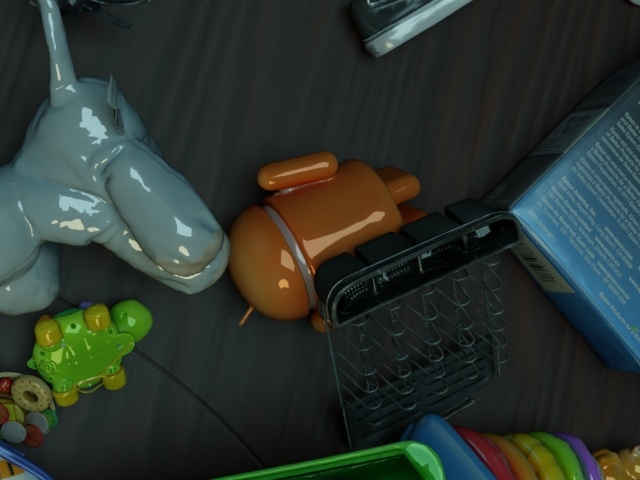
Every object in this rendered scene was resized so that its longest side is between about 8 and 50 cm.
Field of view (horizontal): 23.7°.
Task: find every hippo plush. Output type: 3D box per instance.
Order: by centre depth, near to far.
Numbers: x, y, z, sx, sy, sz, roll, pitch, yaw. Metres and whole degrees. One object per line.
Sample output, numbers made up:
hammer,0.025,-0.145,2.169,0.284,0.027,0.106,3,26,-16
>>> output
hippo plush,-0.237,-0.013,1.385,0.236,0.294,0.234,-36,68,-4

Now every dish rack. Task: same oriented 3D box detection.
dish rack,0.101,0.097,1.513,0.208,0.074,0.271,-23,130,-17

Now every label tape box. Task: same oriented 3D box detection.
label tape box,0.368,-0.056,1.633,0.334,0.106,0.240,-44,101,-12

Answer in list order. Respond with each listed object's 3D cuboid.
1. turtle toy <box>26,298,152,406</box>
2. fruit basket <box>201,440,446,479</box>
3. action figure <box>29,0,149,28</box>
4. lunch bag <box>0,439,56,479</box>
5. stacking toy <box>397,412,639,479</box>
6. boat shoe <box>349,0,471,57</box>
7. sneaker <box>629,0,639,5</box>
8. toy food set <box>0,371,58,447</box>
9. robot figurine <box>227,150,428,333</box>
turtle toy,-0.223,0.097,1.484,0.130,0.066,0.095,-18,120,-16
fruit basket,-0.047,0.346,1.344,0.392,0.392,0.283,-13,93,-16
action figure,-0.295,-0.285,1.426,0.275,0.164,0.141,45,61,-1
lunch bag,-0.400,0.249,1.409,0.303,0.115,0.243,33,80,-12
stacking toy,0.231,0.256,1.580,0.302,0.166,0.175,-8,127,-30
boat shoe,0.129,-0.279,1.588,0.228,0.080,0.076,-33,100,-6
sneaker,0.435,-0.350,1.652,0.252,0.111,0.103,-43,100,-12
toy food set,-0.293,0.163,1.468,0.083,0.020,0.082,0,118,9
robot figurine,-0.001,-0.002,1.518,0.219,0.158,0.128,-26,60,-15
